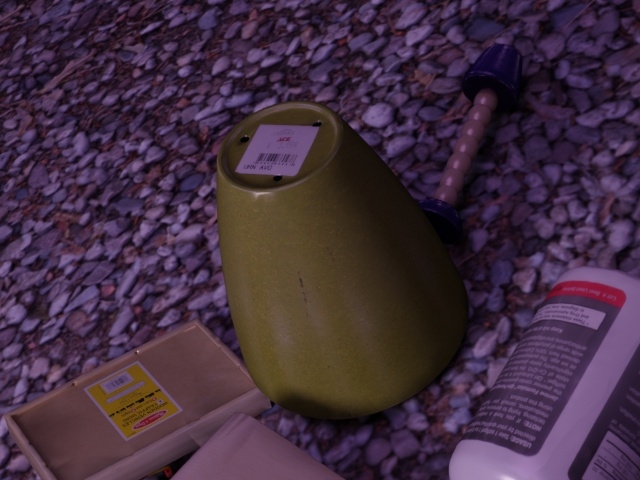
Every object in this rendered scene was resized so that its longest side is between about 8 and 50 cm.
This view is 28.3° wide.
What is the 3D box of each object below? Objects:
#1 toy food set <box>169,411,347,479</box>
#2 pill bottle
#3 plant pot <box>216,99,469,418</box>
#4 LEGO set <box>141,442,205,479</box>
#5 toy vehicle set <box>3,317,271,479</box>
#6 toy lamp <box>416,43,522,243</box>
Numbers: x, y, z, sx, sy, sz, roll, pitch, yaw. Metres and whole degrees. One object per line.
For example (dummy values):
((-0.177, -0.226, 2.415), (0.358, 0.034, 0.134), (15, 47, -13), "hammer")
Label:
((-0.050, 0.330, 1.265), (0.306, 0.092, 0.220), (30, 57, 25), "toy food set")
((0.232, 0.196, 1.201), (0.176, 0.176, 0.318), (18, 64, 38), "pill bottle")
((0.000, 0.000, 1.387), (0.274, 0.293, 0.275), (-11, 45, 11), "plant pot")
((-0.197, 0.312, 1.406), (0.182, 0.060, 0.244), (10, 42, 17), "LEGO set")
((-0.214, 0.199, 1.482), (0.267, 0.035, 0.166), (-26, 40, -23), "toy vehicle set")
((0.184, -0.128, 1.567), (0.080, 0.080, 0.275), (8, 57, 34), "toy lamp")
